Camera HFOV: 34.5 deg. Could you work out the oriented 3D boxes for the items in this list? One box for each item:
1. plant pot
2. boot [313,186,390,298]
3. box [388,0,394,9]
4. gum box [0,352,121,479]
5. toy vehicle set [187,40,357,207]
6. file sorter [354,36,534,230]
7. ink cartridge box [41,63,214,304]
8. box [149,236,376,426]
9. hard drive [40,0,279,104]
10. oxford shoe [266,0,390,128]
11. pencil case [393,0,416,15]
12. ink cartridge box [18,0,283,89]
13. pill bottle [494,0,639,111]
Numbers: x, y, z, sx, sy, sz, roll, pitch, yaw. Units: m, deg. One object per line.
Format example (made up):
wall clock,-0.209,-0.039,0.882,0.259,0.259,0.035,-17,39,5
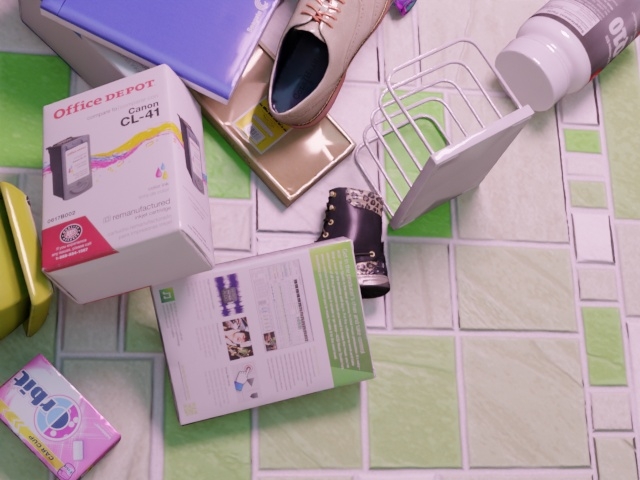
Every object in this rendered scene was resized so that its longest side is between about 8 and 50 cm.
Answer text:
plant pot,-0.519,0.047,1.520,0.207,0.228,0.227,-14,75,-22
boot,0.001,0.001,1.720,0.236,0.085,0.179,6,67,-10
box,0.008,-0.505,1.822,0.290,0.169,0.087,45,73,-2
gum box,-0.404,0.269,1.554,0.188,0.062,0.107,44,69,4
toy vehicle set,-0.085,-0.208,1.788,0.166,0.035,0.267,-40,85,-20
file sorter,0.187,-0.175,1.712,0.192,0.278,0.173,-27,76,-19
ink cartridge box,-0.293,-0.084,1.546,0.226,0.131,0.306,-17,59,11
box,-0.088,0.139,1.612,0.321,0.058,0.232,-12,100,-10
hard drive,-0.246,-0.374,1.625,0.318,0.040,0.210,26,70,-4
oxford shoe,0.023,-0.366,1.673,0.140,0.146,0.397,21,99,7
pencil case,0.115,-0.484,1.903,0.151,0.064,0.070,39,53,2
ink cartridge box,-0.269,-0.434,1.750,0.285,0.166,0.395,43,69,3
pill bottle,0.462,-0.371,1.891,0.283,0.161,0.161,-42,85,-20
